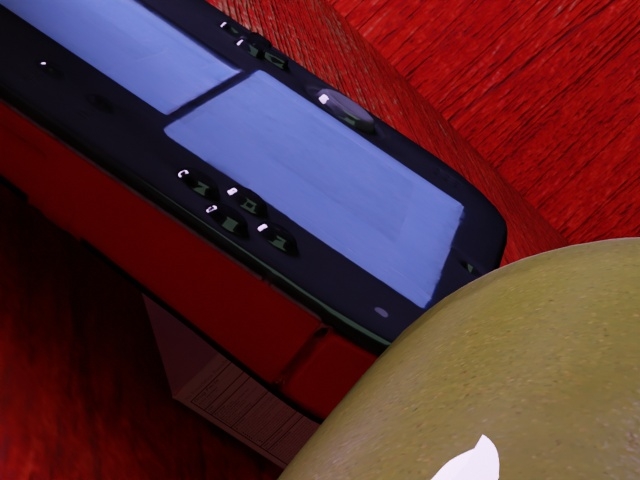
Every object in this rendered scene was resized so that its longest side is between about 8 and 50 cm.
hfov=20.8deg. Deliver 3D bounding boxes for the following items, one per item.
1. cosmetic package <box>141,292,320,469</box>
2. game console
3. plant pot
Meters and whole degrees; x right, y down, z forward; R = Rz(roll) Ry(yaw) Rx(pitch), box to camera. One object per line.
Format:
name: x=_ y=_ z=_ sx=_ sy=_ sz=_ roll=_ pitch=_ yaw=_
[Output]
cosmetic package: x=-0.049 y=0.021 z=0.932 sx=0.099 sy=0.060 sz=0.239 roll=40 pitch=14 yaw=-31
game console: x=-0.058 y=-0.060 z=0.897 sx=0.342 sy=0.060 sz=0.386 roll=39 pitch=15 yaw=0
plant pot: x=0.055 y=0.162 z=0.446 sx=0.275 sy=0.275 sz=0.293 roll=49 pitch=27 yaw=8
